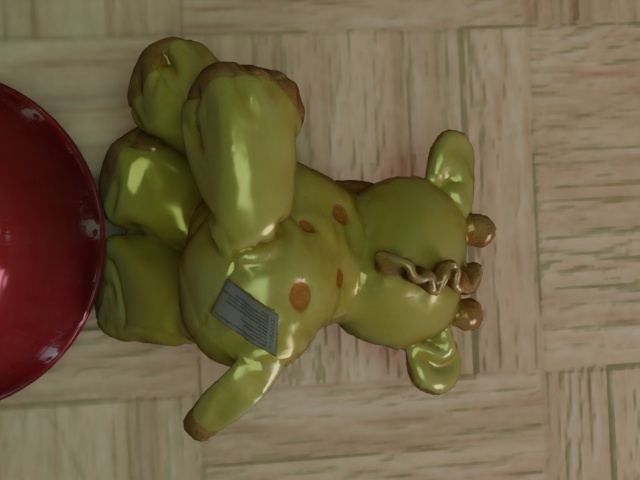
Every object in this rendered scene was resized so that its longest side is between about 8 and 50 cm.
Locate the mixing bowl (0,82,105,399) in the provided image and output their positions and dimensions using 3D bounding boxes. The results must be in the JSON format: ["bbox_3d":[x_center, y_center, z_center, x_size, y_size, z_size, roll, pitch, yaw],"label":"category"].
[{"bbox_3d":[-0.204,0.001,0.767,0.181,0.098,0.181,0,91,2],"label":"mixing bowl"}]

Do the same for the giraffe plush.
[{"bbox_3d":[0.000,0.000,0.796,0.170,0.210,0.181,1,123,-33],"label":"giraffe plush"}]
